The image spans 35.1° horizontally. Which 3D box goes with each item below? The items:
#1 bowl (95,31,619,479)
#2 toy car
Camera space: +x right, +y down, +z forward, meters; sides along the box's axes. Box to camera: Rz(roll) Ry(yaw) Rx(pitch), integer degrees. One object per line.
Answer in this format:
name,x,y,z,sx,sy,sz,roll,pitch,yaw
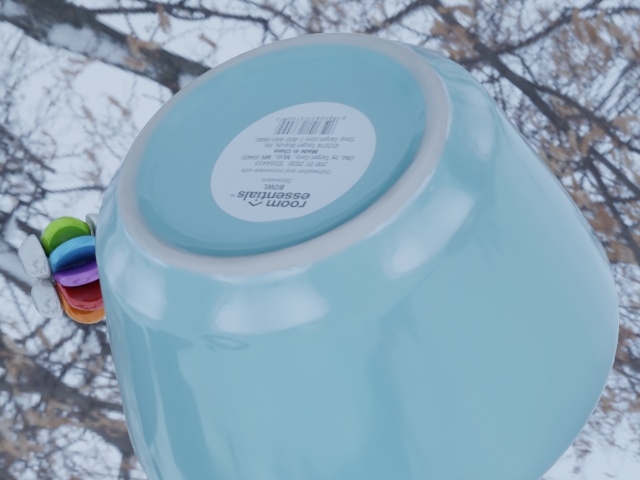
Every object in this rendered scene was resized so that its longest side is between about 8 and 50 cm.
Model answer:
bowl,0.000,0.000,0.569,0.312,0.163,0.311,-13,-136,12
toy car,-0.391,0.052,1.646,0.136,0.159,0.182,33,-41,54
